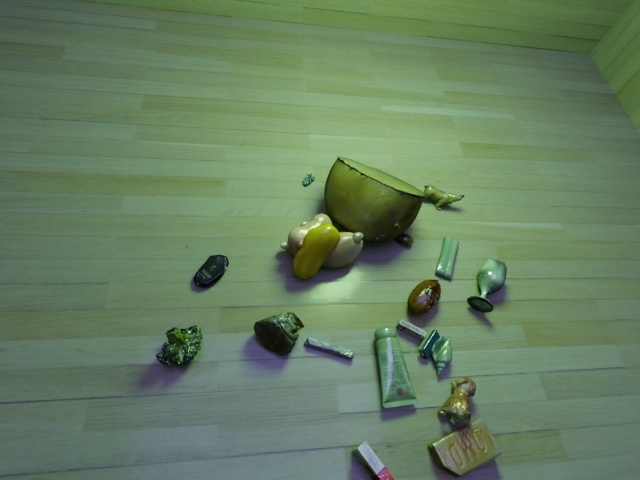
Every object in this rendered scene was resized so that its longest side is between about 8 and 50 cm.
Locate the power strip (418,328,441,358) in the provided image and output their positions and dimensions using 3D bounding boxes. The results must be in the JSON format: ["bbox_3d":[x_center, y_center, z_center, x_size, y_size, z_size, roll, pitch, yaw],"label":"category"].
[{"bbox_3d":[0.454,0.432,1.753,0.123,0.032,0.056,-45,115,-29],"label":"power strip"}]

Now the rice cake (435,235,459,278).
[{"bbox_3d":[0.607,0.077,2.003,0.080,0.042,0.222,22,57,4],"label":"rice cake"}]

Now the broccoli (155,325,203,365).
[{"bbox_3d":[-0.519,0.375,1.542,0.167,0.160,0.154,-14,35,-7],"label":"broccoli"}]

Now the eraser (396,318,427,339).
[{"bbox_3d":[0.383,0.377,1.774,0.122,0.052,0.029,28,60,5],"label":"eraser"}]

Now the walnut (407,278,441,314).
[{"bbox_3d":[0.459,0.241,1.837,0.116,0.116,0.207,40,60,13],"label":"walnut"}]

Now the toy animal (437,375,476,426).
[{"bbox_3d":[0.554,0.598,1.600,0.104,0.184,0.185,43,61,7],"label":"toy animal"}]

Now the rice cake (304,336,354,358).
[{"bbox_3d":[0.036,0.432,1.685,0.207,0.033,0.033,17,56,0],"label":"rice cake"}]

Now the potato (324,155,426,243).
[{"bbox_3d":[0.218,-0.168,1.944,0.442,0.319,0.385,33,18,19],"label":"potato"}]

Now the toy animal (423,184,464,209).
[{"bbox_3d":[0.613,-0.226,2.150,0.218,0.101,0.103,23,56,3],"label":"toy animal"}]

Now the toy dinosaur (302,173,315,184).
[{"bbox_3d":[-0.060,-0.308,2.109,0.047,0.030,0.083,34,59,8],"label":"toy dinosaur"}]

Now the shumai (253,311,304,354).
[{"bbox_3d":[-0.160,0.336,1.652,0.184,0.184,0.142,30,35,7],"label":"shumai"}]

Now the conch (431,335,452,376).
[{"bbox_3d":[0.497,0.471,1.734,0.088,0.065,0.180,16,63,9],"label":"conch"}]

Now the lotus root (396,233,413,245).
[{"bbox_3d":[0.397,-0.008,2.009,0.099,0.049,0.054,27,60,12],"label":"lotus root"}]

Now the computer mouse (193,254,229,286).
[{"bbox_3d":[-0.455,0.129,1.760,0.099,0.057,0.172,42,72,12],"label":"computer mouse"}]

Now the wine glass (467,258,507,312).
[{"bbox_3d":[0.763,0.203,1.910,0.126,0.126,0.241,31,62,8],"label":"wine glass"}]

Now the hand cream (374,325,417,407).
[{"bbox_3d":[0.286,0.494,1.664,0.147,0.093,0.306,0,61,-17],"label":"hand cream"}]

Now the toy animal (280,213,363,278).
[{"bbox_3d":[0.004,-0.016,1.824,0.345,0.278,0.247,-16,50,-16],"label":"toy animal"}]

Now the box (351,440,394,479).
[{"bbox_3d":[0.180,0.782,1.465,0.048,0.100,0.152,-30,69,-22],"label":"box"}]

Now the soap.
[{"bbox_3d":[0.531,0.774,1.554,0.232,0.073,0.140,-17,60,-19],"label":"soap"}]
